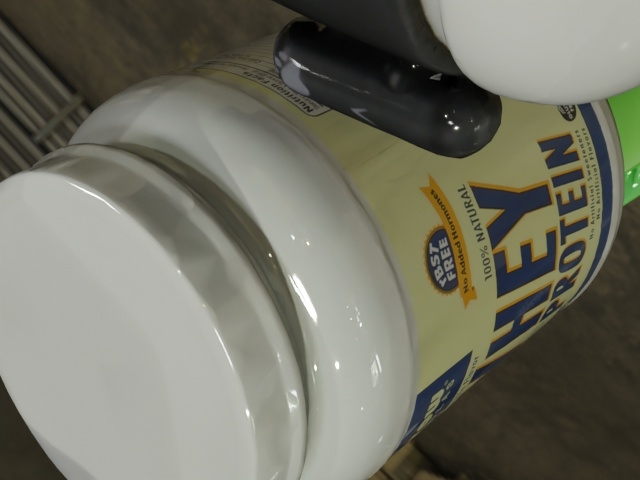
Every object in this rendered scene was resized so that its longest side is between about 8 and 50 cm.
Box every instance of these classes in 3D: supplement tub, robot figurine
[{"bbox_3d":[0.000,0.000,0.607,0.235,0.325,0.235,22,126,34],"label":"supplement tub"},{"bbox_3d":[0.033,-0.159,0.392,0.278,0.174,0.209,30,166,29],"label":"robot figurine"}]

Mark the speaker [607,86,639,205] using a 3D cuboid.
[{"bbox_3d":[0.183,-0.073,0.821,0.131,0.296,0.131,47,-160,-23],"label":"speaker"}]
